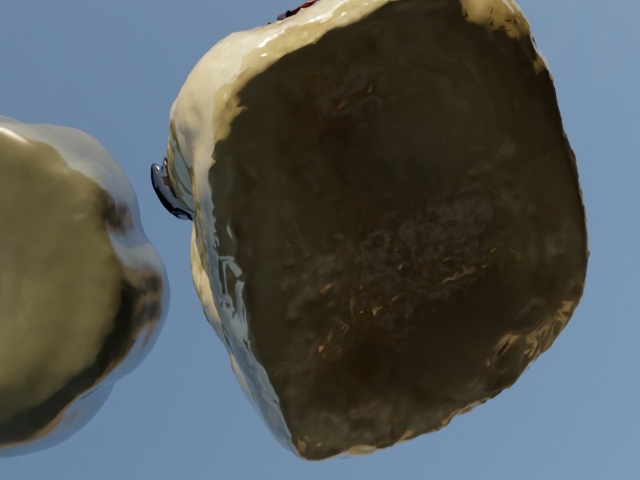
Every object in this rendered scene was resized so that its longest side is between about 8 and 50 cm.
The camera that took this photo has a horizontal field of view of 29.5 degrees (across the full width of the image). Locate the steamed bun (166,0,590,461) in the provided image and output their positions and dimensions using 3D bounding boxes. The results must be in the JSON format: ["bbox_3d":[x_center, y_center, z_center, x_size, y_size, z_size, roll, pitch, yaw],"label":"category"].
[{"bbox_3d":[0.007,-0.024,0.480,0.141,0.155,0.172,-20,-66,-13],"label":"steamed bun"}]

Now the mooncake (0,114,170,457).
[{"bbox_3d":[-0.247,0.032,0.933,0.135,0.275,0.274,-6,-79,-70],"label":"mooncake"}]

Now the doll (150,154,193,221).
[{"bbox_3d":[0.000,0.002,0.850,0.182,0.117,0.257,-22,-96,-31],"label":"doll"}]
